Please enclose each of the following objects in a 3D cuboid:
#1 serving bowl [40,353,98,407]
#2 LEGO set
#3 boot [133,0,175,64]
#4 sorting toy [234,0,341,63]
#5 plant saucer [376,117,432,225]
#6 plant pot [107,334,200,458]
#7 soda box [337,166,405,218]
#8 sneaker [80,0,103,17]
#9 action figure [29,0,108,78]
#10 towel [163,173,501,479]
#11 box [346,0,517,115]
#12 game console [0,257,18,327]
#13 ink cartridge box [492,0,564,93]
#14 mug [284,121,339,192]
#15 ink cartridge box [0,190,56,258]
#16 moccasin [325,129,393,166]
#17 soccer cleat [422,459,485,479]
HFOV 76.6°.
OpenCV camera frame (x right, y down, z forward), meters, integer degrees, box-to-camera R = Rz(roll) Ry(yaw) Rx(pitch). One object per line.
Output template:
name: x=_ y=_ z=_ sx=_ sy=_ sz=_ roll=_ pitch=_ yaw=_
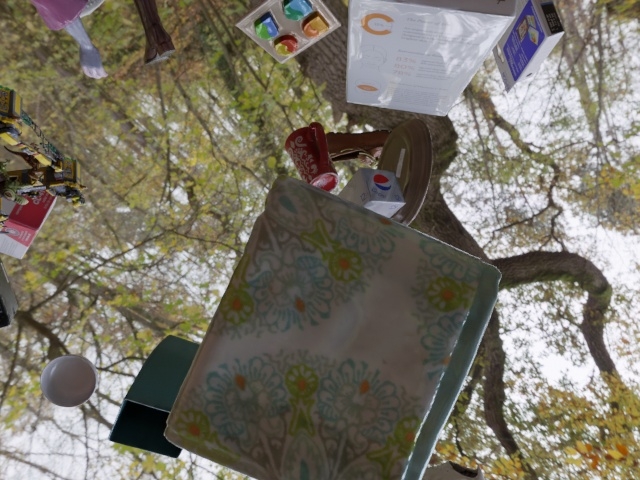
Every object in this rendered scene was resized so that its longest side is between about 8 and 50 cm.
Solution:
serving bowl: x=-0.391 y=0.218 z=0.641 sx=0.083 sy=0.083 sz=0.027 roll=-45 pitch=-174 yaw=-1
LEGO set: x=-0.583 y=-0.097 z=0.718 sx=0.331 sy=0.255 sz=0.192 roll=123 pitch=-43 yaw=-65
boot: x=-0.263 y=-0.333 z=0.610 sx=0.037 sy=0.114 sz=0.106 roll=-34 pitch=-155 yaw=-34
sorting toy: x=-0.074 y=-0.522 z=0.989 sx=0.193 sy=0.208 sz=0.038 roll=-21 pitch=-105 yaw=28
plant saucer: x=0.196 y=-0.167 z=1.019 sx=0.278 sy=0.041 sz=0.278 roll=-173 pitch=-90 yaw=-76
plant pot: x=-0.373 y=0.360 z=0.997 sx=0.166 sy=0.165 sz=0.234 roll=-59 pitch=-164 yaw=28
soda box: x=0.077 y=-0.056 z=0.988 sx=0.286 sy=0.098 sz=0.091 roll=-49 pitch=-133 yaw=53
sneaker: x=-0.620 y=-0.686 z=1.056 sx=0.150 sy=0.135 sz=0.366 roll=-13 pitch=-126 yaw=44
action figure: x=-0.271 y=-0.351 z=0.444 sx=0.370 sy=0.248 sz=0.276 roll=-13 pitch=-173 yaw=0
towel: x=0.016 y=0.141 z=0.524 sx=0.090 sy=0.320 sz=0.374 roll=113 pitch=1 yaw=-86
box: x=0.161 y=-0.363 z=0.680 sx=0.345 sy=0.215 sz=0.168 roll=50 pitch=49 yaw=-86
game console: x=-0.459 y=0.061 z=0.526 sx=0.071 sy=0.122 sz=0.107 roll=-15 pitch=-163 yaw=-25
ink cartridge box: x=0.457 y=-0.486 z=0.932 sx=0.045 sy=0.208 sz=0.206 roll=-12 pitch=-102 yaw=-1
mug: x=-0.024 y=-0.220 z=1.093 sx=0.113 sy=0.150 sz=0.169 roll=-22 pitch=-120 yaw=0
ink cartridge box: x=-0.866 y=-0.097 z=1.010 sx=0.226 sy=0.306 sz=0.131 roll=-26 pitch=-136 yaw=41
moccasin: x=0.180 y=-0.346 z=1.567 sx=0.380 sy=0.139 sz=0.147 roll=5 pitch=-93 yaw=20
soccer cleat: x=0.277 y=0.545 z=0.938 sx=0.196 sy=0.076 sz=0.068 roll=-4 pitch=-176 yaw=17
